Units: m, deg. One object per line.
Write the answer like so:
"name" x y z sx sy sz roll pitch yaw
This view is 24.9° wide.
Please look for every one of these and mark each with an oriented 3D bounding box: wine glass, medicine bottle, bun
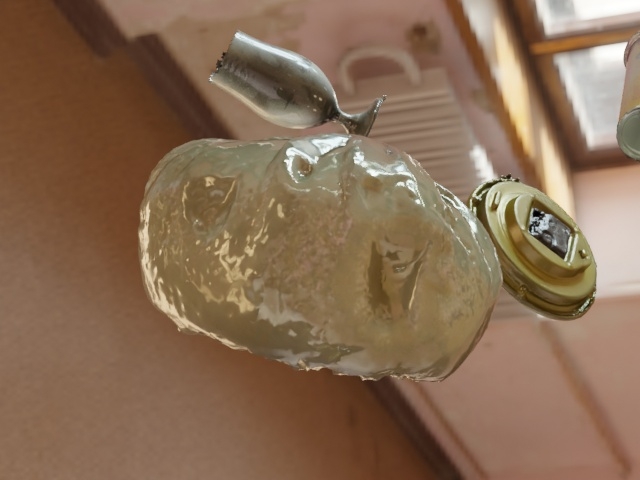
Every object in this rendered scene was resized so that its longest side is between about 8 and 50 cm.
"wine glass" -0.032 -0.196 1.913 0.103 0.222 0.103 -59 -169 20
"medicine bottle" 0.547 -0.243 2.385 0.426 0.108 0.108 -62 141 -63
"bun" 0.000 0.000 1.381 0.359 0.359 0.211 0 102 -70

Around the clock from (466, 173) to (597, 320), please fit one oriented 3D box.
"clock" 0.305 0.001 2.007 0.237 0.057 0.237 24 42 -24
